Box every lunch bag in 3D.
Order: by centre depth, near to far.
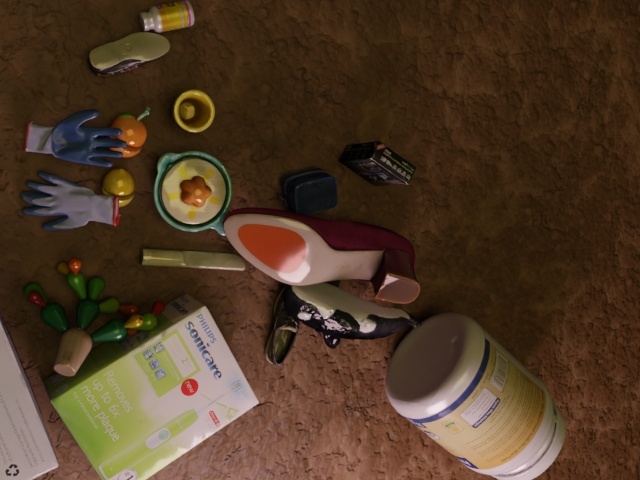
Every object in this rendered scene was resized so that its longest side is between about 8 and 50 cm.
[{"bbox_3d":[-0.025,-0.088,1.468,0.098,0.065,0.067,-14,118,-24],"label":"lunch bag"}]

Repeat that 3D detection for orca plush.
[{"bbox_3d":[0.042,0.148,1.516,0.287,0.151,0.102,7,122,-44],"label":"orca plush"}]

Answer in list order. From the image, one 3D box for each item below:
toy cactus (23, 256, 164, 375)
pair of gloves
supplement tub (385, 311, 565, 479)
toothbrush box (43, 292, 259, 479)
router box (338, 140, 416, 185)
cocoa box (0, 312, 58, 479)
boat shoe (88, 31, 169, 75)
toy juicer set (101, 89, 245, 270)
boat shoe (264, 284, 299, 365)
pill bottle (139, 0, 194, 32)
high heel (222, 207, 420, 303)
[{"bbox_3d":[-0.369,0.126,1.292,0.219,0.112,0.180,21,48,-13],"label":"toy cactus"},{"bbox_3d":[-0.390,-0.110,1.290,0.159,0.023,0.198,6,99,-6],"label":"pair of gloves"},{"bbox_3d":[0.304,0.310,1.586,0.316,0.228,0.228,41,80,-24],"label":"supplement tub"},{"bbox_3d":[-0.282,0.254,1.370,0.283,0.122,0.206,-32,109,-19],"label":"toothbrush box"},{"bbox_3d":[0.103,-0.138,1.486,0.092,0.122,0.038,33,78,-25],"label":"router box"},{"bbox_3d":[-0.557,0.191,1.174,0.231,0.228,0.347,-22,106,-21],"label":"cocoa box"},{"bbox_3d":[-0.309,-0.301,1.320,0.133,0.042,0.049,-21,85,-20],"label":"boat shoe"},{"bbox_3d":[-0.247,-0.071,1.355,0.209,0.089,0.329,-18,105,-21],"label":"toy juicer set"},{"bbox_3d":[-0.060,0.156,1.495,0.056,0.049,0.152,11,92,-24],"label":"boat shoe"},{"bbox_3d":[-0.251,-0.364,1.334,0.083,0.043,0.043,-18,105,-21],"label":"pill bottle"},{"bbox_3d":[0.000,0.000,1.469,0.377,0.181,0.127,23,117,-19],"label":"high heel"}]
